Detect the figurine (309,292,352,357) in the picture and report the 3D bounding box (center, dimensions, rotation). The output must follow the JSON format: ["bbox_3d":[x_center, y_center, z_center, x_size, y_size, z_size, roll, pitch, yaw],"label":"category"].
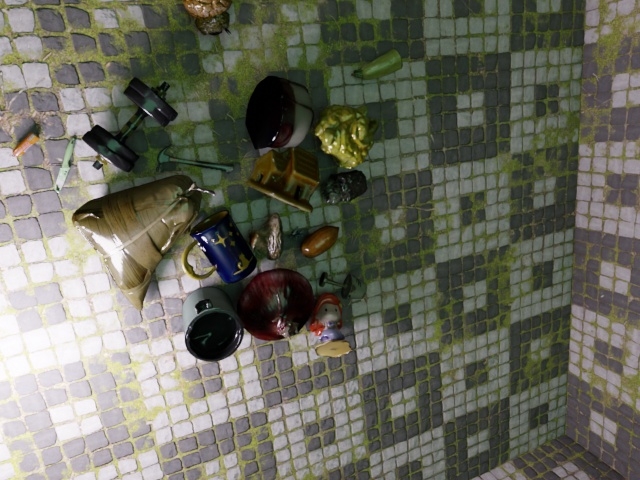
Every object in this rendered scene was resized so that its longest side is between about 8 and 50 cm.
[{"bbox_3d":[0.032,0.390,1.836,0.180,0.257,0.208,-16,138,9],"label":"figurine"}]

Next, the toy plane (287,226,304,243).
[{"bbox_3d":[-0.109,-0.022,1.779,0.083,0.031,0.079,-12,106,-19],"label":"toy plane"}]

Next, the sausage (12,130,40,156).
[{"bbox_3d":[-1.006,-0.323,1.366,0.107,0.031,0.031,-47,114,-6],"label":"sausage"}]

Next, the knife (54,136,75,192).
[{"bbox_3d":[-0.904,-0.267,1.428,0.030,0.014,0.207,19,96,-23],"label":"knife"}]

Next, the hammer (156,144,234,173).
[{"bbox_3d":[-0.485,-0.301,1.571,0.287,0.033,0.111,6,100,-23],"label":"hammer"}]

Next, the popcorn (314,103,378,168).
[{"bbox_3d":[0.103,-0.446,1.662,0.250,0.234,0.242,27,67,-42],"label":"popcorn"}]

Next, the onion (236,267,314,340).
[{"bbox_3d":[-0.174,0.296,1.691,0.347,0.285,0.348,-13,126,-19],"label":"onion"}]

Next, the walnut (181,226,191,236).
[{"bbox_3d":[-0.554,-0.056,1.575,0.092,0.092,0.092,-5,104,-20],"label":"walnut"}]

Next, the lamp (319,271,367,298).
[{"bbox_3d":[0.106,0.208,1.870,0.214,0.121,0.122,20,95,-14],"label":"lamp"}]

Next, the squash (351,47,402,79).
[{"bbox_3d":[0.235,-0.744,1.726,0.224,0.094,0.094,-24,110,-8],"label":"squash"}]

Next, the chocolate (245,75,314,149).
[{"bbox_3d":[-0.142,-0.475,1.556,0.186,0.283,0.284,4,101,-40],"label":"chocolate"}]

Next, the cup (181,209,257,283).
[{"bbox_3d":[-0.415,0.052,1.603,0.254,0.178,0.256,-31,113,-9],"label":"cup"}]

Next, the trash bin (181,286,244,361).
[{"bbox_3d":[-0.436,0.328,1.607,0.217,0.262,0.278,-18,108,-17],"label":"trash bin"}]

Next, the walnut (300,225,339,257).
[{"bbox_3d":[0.000,0.000,1.783,0.207,0.116,0.116,-37,112,-4],"label":"walnut"}]

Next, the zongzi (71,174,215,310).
[{"bbox_3d":[-0.560,0.004,1.494,0.499,0.218,0.467,-17,121,2],"label":"zongzi"}]

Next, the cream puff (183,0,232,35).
[{"bbox_3d":[-0.384,-0.813,1.429,0.183,0.183,0.169,-20,121,-16],"label":"cream puff"}]

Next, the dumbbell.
[{"bbox_3d":[-0.657,-0.399,1.400,0.185,0.185,0.388,40,87,-24],"label":"dumbbell"}]

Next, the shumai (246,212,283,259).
[{"bbox_3d":[-0.227,-0.010,1.665,0.152,0.161,0.210,-8,132,-20],"label":"shumai"}]

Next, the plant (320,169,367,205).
[{"bbox_3d":[0.102,-0.234,1.759,0.194,0.132,0.129,-23,107,-20],"label":"plant"}]

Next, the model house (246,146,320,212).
[{"bbox_3d":[-0.132,-0.272,1.636,0.267,0.173,0.239,22,95,-26],"label":"model house"}]
